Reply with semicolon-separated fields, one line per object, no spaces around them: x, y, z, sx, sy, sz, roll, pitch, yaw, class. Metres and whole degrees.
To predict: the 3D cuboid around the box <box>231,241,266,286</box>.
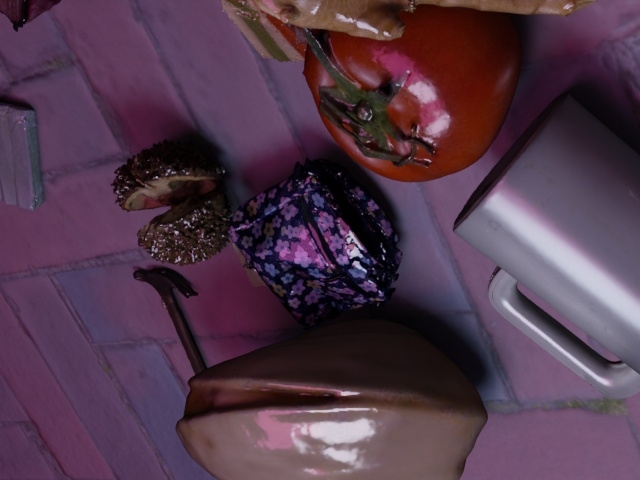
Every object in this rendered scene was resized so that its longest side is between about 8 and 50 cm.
-0.085;0.016;1.692;0.035;0.083;0.079;-7;117;38;box

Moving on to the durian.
-0.211;-0.055;1.674;0.167;0.196;0.196;-9;122;3;durian

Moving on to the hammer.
-0.225;0.174;1.953;0.125;0.027;0.297;5;125;38;hammer

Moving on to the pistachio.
0.016;0.255;1.639;0.445;0.281;0.365;-2;161;19;pistachio

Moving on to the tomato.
0.103;-0.193;1.292;0.256;0.224;0.256;31;150;20;tomato

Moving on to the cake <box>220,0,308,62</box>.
-0.077;-0.332;1.450;0.086;0.116;0.220;7;159;34;cake

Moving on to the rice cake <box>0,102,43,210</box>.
-0.540;-0.151;1.911;0.189;0.037;0.198;16;130;24;rice cake

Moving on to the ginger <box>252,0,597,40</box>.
0.122;-0.291;1.146;0.363;0.348;0.122;34;162;1;ginger

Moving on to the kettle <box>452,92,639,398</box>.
0.316;0.027;1.322;0.318;0.205;0.265;38;105;0;kettle

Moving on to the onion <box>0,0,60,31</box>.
-0.387;-0.417;1.536;0.250;0.111;0.247;38;132;56;onion

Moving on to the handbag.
0.000;0.000;1.591;0.208;0.127;0.228;-26;106;38;handbag
